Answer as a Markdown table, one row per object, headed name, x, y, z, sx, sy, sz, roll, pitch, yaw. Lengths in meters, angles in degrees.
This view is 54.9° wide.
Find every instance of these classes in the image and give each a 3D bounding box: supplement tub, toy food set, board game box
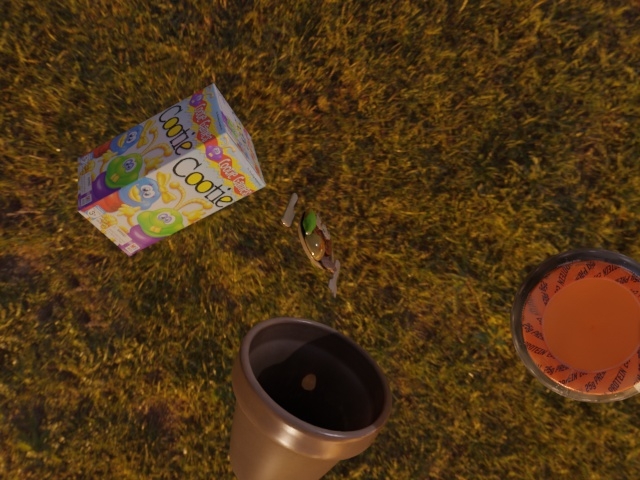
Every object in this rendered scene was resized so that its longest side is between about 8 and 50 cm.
| name | x | y | z | sx | sy | sz | roll | pitch | yaw |
| --- | --- | --- | --- | --- | --- | --- | --- | --- | --- |
| supplement tub | 0.391 | 0.119 | 0.900 | 0.207 | 0.338 | 0.207 | -2 | 85 | 22 |
| toy food set | 0.000 | 0.000 | 1.180 | 0.038 | 0.132 | 0.192 | -24 | 115 | 21 |
| board game box | -0.257 | -0.119 | 1.059 | 0.275 | 0.144 | 0.142 | -27 | 139 | 7 |

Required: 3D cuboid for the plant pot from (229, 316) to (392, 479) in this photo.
| name | x | y | z | sx | sy | sz | roll | pitch | yaw |
| --- | --- | --- | --- | --- | --- | --- | --- | --- | --- |
| plant pot | -0.046 | 0.293 | 1.016 | 0.262 | 0.263 | 0.229 | 20 | 118 | -13 |
